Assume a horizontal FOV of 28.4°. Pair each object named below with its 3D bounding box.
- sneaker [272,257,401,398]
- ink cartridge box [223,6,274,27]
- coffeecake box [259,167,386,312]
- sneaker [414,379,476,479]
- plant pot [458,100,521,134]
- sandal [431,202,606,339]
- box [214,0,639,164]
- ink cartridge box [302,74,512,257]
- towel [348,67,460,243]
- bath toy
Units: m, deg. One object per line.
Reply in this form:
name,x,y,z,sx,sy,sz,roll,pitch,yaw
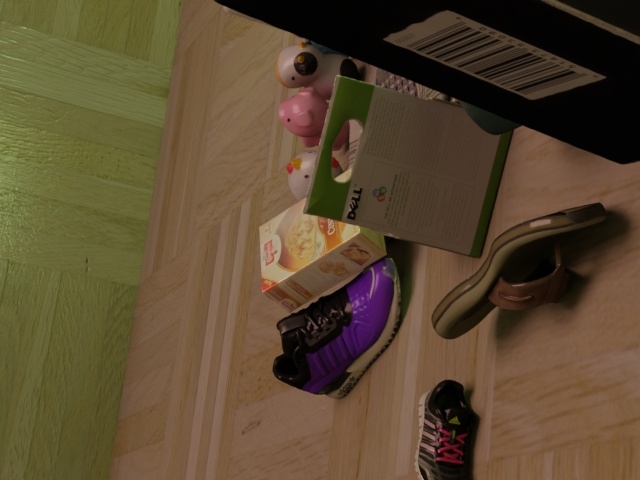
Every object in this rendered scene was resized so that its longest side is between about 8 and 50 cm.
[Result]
sneaker,0.013,0.134,1.910,0.102,0.146,0.293,-98,29,-45
ink cartridge box,0.053,-0.479,1.980,0.395,0.286,0.166,138,142,-58
coffeecake box,0.000,0.000,1.898,0.185,0.068,0.142,-32,40,24
sneaker,0.158,0.244,1.575,0.074,0.063,0.170,115,162,-46
plant pot,0.248,-0.286,1.428,0.195,0.290,0.290,-17,55,25
sandal,0.237,0.047,1.456,0.086,0.120,0.303,62,145,19
box,0.215,-0.375,1.134,0.297,0.480,0.471,-10,63,66
ink cartridge box,0.102,-0.099,1.657,0.097,0.255,0.188,-160,84,-70
towel,0.120,-0.161,1.940,0.312,0.056,0.324,144,136,-61
bath toy,-0.005,-0.229,2.173,0.129,0.152,0.348,110,163,-66
